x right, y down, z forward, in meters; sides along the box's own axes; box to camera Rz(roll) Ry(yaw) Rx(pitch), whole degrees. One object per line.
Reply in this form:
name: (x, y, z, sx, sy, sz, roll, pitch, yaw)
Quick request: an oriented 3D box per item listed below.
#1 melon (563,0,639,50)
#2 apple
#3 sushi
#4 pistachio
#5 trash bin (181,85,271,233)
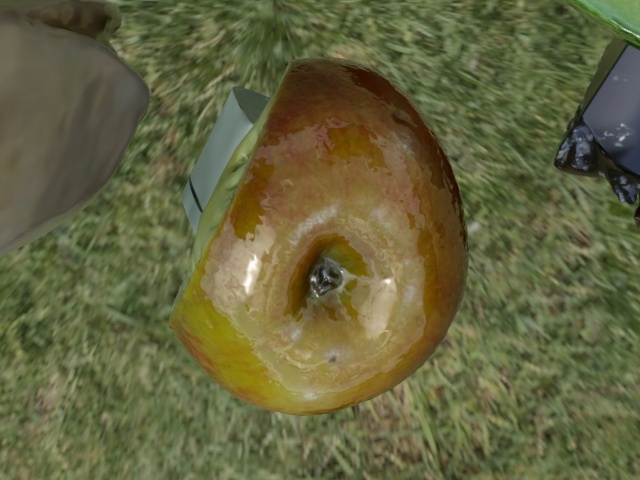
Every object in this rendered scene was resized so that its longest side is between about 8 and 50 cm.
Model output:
melon: (0.237, -0.255, 1.117, 0.344, 0.331, 0.226, 22, 138, 13)
apple: (0.000, 0.000, 0.911, 0.160, 0.173, 0.195, 25, 101, -23)
sushi: (0.324, -0.108, 1.411, 0.215, 0.227, 0.212, 27, 127, -4)
pistachio: (-0.158, -0.054, 0.670, 0.153, 0.238, 0.137, -17, 93, 21)
trash bin: (-0.084, -0.073, 1.627, 0.059, 0.116, 0.130, 18, 111, -23)
